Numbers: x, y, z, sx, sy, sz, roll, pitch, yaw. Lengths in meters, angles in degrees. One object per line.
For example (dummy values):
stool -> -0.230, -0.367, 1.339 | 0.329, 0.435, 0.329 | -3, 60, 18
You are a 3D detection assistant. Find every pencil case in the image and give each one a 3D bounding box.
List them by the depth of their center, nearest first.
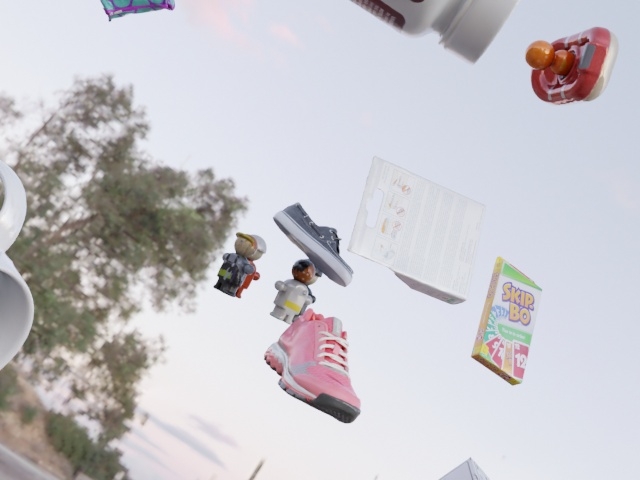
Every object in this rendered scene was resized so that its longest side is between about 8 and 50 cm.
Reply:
pencil case -> -0.393, -0.515, 1.843 | 0.152, 0.070, 0.064 | -9, -34, 2

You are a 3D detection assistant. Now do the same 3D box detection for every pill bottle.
pill bottle -> 0.117, -0.447, 1.280 | 0.392, 0.224, 0.224 | 33, -24, -2

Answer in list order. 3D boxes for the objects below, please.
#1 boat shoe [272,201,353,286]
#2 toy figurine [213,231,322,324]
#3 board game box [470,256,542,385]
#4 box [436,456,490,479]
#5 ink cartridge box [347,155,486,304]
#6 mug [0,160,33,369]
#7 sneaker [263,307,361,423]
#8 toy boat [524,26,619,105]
boat shoe -> 0.000, 0.000, 1.663 | 0.228, 0.076, 0.080 | 41, -16, 39
toy figurine -> -0.105, 0.074, 1.792 | 0.213, 0.148, 0.209 | 26, -5, 6
board game box -> 0.395, 0.161, 1.796 | 0.124, 0.259, 0.039 | 35, -37, -20
box -> 0.156, 0.486, 1.341 | 0.087, 0.290, 0.169 | 51, 8, -9
ink cartridge box -> 0.156, -0.015, 1.420 | 0.225, 0.181, 0.056 | 22, -22, -14
mug -> -0.635, 0.020, 1.402 | 0.328, 0.374, 0.276 | 42, -1, 34
sneaker -> -0.004, 0.191, 1.414 | 0.116, 0.136, 0.314 | 31, 0, -22
toy boat -> 0.484, -0.360, 1.732 | 0.151, 0.151, 0.231 | 18, 0, -10
